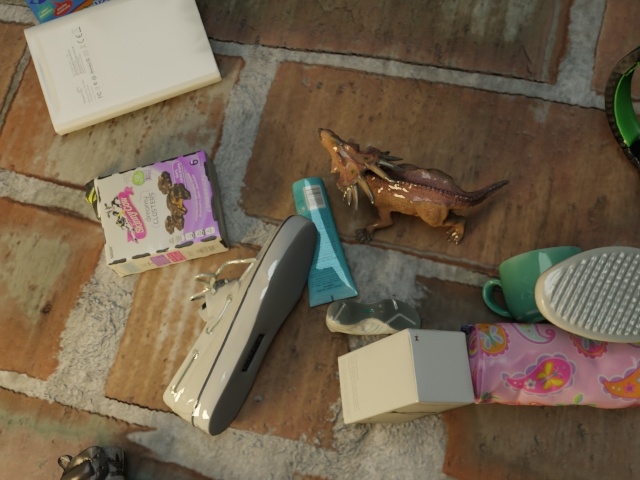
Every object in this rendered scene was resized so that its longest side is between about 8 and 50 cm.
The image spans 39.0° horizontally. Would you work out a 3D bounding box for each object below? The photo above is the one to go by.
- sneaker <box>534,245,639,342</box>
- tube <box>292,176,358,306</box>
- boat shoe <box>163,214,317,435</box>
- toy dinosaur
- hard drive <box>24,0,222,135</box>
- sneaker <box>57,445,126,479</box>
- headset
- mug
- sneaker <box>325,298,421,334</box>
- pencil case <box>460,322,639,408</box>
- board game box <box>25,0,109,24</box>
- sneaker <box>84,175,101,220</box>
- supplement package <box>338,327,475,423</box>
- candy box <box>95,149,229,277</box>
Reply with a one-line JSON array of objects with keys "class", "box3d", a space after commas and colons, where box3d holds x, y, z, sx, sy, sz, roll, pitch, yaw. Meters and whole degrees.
[{"class": "sneaker", "box3d": [0.448, 0.075, 1.279, 0.366, 0.150, 0.135, -2, 83, -18]}, {"class": "tube", "box3d": [0.000, 0.000, 1.475, 0.080, 0.052, 0.207, -17, 74, 16]}, {"class": "boat shoe", "box3d": [-0.144, 0.109, 1.423, 0.157, 0.136, 0.367, 25, 89, 22]}, {"class": "toy dinosaur", "box3d": [0.140, -0.079, 1.395, 0.296, 0.200, 0.127, 5, 72, 11]}, {"class": "hard drive", "box3d": [-0.354, -0.334, 1.624, 0.308, 0.040, 0.203, -19, 82, -1]}, {"class": "sneaker", "box3d": [-0.297, 0.387, 1.349, 0.269, 0.101, 0.153, 0, 71, 20]}, {"class": "headset", "box3d": [0.601, -0.139, 1.340, 0.185, 0.243, 0.394, -33, 83, -24]}, {"class": "mug", "box3d": [0.334, 0.079, 1.357, 0.130, 0.158, 0.097, -3, 71, -17]}, {"class": "sneaker", "box3d": [0.081, 0.123, 1.417, 0.152, 0.061, 0.053, 6, 63, -9]}, {"class": "pencil case", "box3d": [0.346, 0.179, 1.296, 0.284, 0.124, 0.124, 0, 71, 1]}, {"class": "board game box", "box3d": [-0.460, -0.450, 1.709, 0.160, 0.047, 0.210, -36, 70, -4]}, {"class": "sneaker", "box3d": [-0.390, -0.070, 1.577, 0.035, 0.031, 0.083, -19, 64, 17]}, {"class": "supplement package", "box3d": [0.119, 0.199, 1.302, 0.105, 0.179, 0.105, 8, 66, -31]}, {"class": "candy box", "box3d": [-0.266, -0.044, 1.521, 0.196, 0.070, 0.164, -15, 69, 4]}]
